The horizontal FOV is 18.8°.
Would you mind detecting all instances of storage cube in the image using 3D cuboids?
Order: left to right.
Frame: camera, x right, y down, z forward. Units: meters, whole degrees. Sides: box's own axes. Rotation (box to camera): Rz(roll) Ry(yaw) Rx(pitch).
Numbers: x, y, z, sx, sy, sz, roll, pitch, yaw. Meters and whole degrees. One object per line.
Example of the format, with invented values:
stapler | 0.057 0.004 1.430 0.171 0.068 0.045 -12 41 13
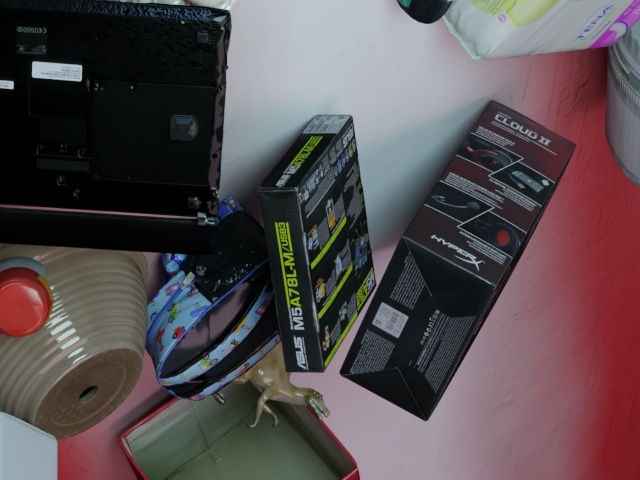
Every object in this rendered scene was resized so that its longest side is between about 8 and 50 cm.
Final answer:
storage cube | -0.080 0.260 2.079 0.183 0.215 0.193 -37 159 -12

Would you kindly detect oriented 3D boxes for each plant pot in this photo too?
plant pot | -0.237 0.100 1.735 0.237 0.110 0.237 -32 151 -20

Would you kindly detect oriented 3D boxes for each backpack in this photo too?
backpack | -0.100 0.065 1.857 0.173 0.117 0.158 -44 154 1

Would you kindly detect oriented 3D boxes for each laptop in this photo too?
laptop | -0.191 -0.082 1.480 0.234 0.136 0.264 3 117 -4

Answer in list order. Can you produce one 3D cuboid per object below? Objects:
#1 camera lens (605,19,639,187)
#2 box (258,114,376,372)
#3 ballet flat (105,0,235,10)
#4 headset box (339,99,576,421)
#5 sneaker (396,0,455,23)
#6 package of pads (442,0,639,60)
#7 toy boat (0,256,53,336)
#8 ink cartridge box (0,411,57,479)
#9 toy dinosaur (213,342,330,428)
camera lens | 0.418 -0.179 2.083 0.219 0.219 0.274 -36 153 -13
box | 0.000 0.000 1.795 0.191 0.045 0.184 -56 144 -60
ballet flat | -0.007 -0.300 1.415 0.409 0.147 0.147 -48 153 12
headset box | 0.150 0.010 2.022 0.293 0.110 0.218 -55 171 -47
sneaker | 0.126 -0.287 1.685 0.098 0.083 0.224 -31 151 -32
package of pads | 0.266 -0.293 1.794 0.229 0.101 0.296 -11 150 -45
toy boat | -0.330 0.141 1.565 0.318 0.267 0.148 -46 -171 -4
ink cartridge box | -0.337 0.252 1.680 0.208 0.153 0.087 -18 150 23
toy dinosaur | -0.073 0.130 1.987 0.092 0.183 0.053 -45 -166 -13
